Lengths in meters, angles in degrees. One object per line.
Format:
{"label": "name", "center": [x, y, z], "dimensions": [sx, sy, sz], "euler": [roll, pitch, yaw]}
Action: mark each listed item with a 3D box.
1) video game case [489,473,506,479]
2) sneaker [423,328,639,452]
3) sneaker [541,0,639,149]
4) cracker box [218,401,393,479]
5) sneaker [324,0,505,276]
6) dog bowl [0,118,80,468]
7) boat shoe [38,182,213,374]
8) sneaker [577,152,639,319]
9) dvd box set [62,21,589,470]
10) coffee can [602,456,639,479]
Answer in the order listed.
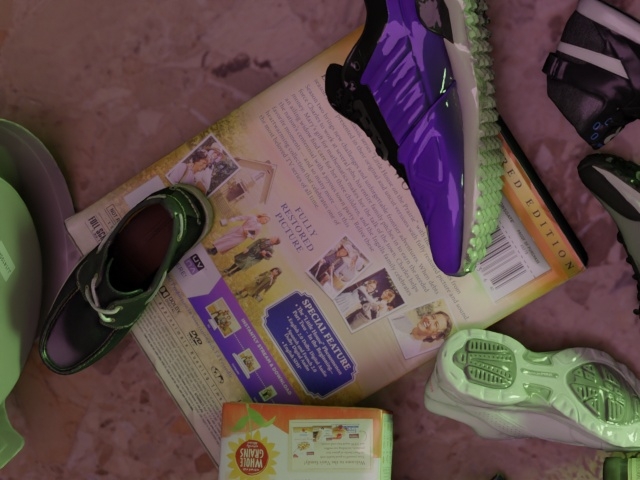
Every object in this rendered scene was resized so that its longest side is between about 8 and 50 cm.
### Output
{"label": "video game case", "center": [0.204, 0.358, 1.415], "dimensions": [0.232, 0.210, 0.042], "euler": [45, 124, 1]}
{"label": "sneaker", "center": [0.205, 0.153, 1.450], "dimensions": [0.232, 0.090, 0.115], "euler": [18, 148, -8]}
{"label": "sneaker", "center": [0.303, -0.120, 1.379], "dimensions": [0.217, 0.079, 0.121], "euler": [33, 109, 13]}
{"label": "cracker box", "center": [-0.017, 0.270, 1.422], "dimensions": [0.155, 0.067, 0.232], "euler": [2, 82, 13]}
{"label": "sneaker", "center": [0.079, -0.113, 1.353], "dimensions": [0.146, 0.102, 0.293], "euler": [-3, 93, 18]}
{"label": "dog bowl", "center": [-0.360, 0.054, 1.422], "dimensions": [0.102, 0.349, 0.349], "euler": [7, 102, 23]}
{"label": "boat shoe", "center": [-0.199, 0.040, 1.450], "dimensions": [0.084, 0.079, 0.233], "euler": [42, 108, 1]}
{"label": "sneaker", "center": [0.319, 0.036, 1.390], "dimensions": [0.108, 0.100, 0.271], "euler": [-38, 91, 21]}
{"label": "dvd box set", "center": [0.000, 0.000, 1.468], "dimensions": [0.420, 0.062, 0.308], "euler": [-33, 92, 16]}
{"label": "coffee can", "center": [0.403, 0.284, 1.362], "dimensions": [0.275, 0.201, 0.201], "euler": [-7, 99, 13]}
